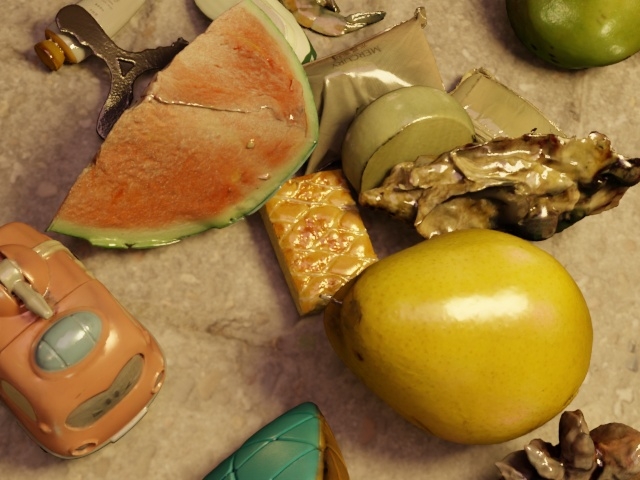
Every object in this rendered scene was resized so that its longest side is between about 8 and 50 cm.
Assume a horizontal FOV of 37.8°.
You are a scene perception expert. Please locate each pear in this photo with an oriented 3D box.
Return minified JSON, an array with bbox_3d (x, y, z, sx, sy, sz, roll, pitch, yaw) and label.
[{"bbox_3d":[0.172,0.102,1.139,0.336,0.284,0.285,40,61,-38],"label":"pear"}]

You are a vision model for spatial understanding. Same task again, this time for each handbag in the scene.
[{"bbox_3d":[0.062,-0.200,1.335,0.270,0.117,0.183,-24,93,-7],"label":"handbag"}]

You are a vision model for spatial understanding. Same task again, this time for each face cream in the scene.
[{"bbox_3d":[-0.334,-0.317,1.361,0.072,0.051,0.182,43,68,3],"label":"face cream"}]

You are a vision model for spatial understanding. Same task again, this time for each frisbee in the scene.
[{"bbox_3d":[-0.267,-0.248,1.347,0.187,0.012,0.211,-17,90,-28],"label":"frisbee"}]

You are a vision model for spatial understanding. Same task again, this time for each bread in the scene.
[{"bbox_3d":[0.001,0.001,1.279,0.125,0.068,0.188,-17,72,-14],"label":"bread"}]

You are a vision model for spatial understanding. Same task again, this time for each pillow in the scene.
[{"bbox_3d":[0.276,-0.172,1.395,0.208,0.053,0.119,38,65,7],"label":"pillow"}]

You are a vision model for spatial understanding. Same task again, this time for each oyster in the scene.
[{"bbox_3d":[0.239,-0.062,1.232,0.360,0.221,0.096,5,50,-16],"label":"oyster"}]

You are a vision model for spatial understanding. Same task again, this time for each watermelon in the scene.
[{"bbox_3d":[-0.152,-0.114,1.229,0.222,0.292,0.319,37,34,-6],"label":"watermelon"}]

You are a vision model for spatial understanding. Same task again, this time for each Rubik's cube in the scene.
[{"bbox_3d":[-0.070,0.292,1.122,0.254,0.254,0.255,3,69,-7],"label":"Rubik's cube"}]

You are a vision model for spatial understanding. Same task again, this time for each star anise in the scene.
[{"bbox_3d":[0.308,0.297,1.155,0.236,0.229,0.093,-27,37,16],"label":"star anise"}]

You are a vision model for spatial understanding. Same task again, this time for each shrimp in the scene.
[{"bbox_3d":[0.043,-0.397,1.454,0.217,0.051,0.150,-28,79,-10],"label":"shrimp"}]

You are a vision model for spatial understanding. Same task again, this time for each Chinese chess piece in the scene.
[{"bbox_3d":[0.121,-0.124,1.282,0.188,0.188,0.083,-15,49,-14],"label":"Chinese chess piece"}]

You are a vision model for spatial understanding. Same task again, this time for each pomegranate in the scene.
[{"bbox_3d":[0.439,-0.377,1.406,0.340,0.260,0.261,15,68,-6],"label":"pomegranate"}]

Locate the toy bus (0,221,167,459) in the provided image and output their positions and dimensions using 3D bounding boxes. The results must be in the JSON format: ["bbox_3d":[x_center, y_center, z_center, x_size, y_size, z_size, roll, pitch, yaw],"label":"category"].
[{"bbox_3d":[-0.320,0.106,1.107,0.287,0.232,0.194,44,67,11],"label":"toy bus"}]

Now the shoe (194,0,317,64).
[{"bbox_3d":[-0.099,-0.334,1.393,0.095,0.110,0.265,-46,55,17],"label":"shoe"}]
